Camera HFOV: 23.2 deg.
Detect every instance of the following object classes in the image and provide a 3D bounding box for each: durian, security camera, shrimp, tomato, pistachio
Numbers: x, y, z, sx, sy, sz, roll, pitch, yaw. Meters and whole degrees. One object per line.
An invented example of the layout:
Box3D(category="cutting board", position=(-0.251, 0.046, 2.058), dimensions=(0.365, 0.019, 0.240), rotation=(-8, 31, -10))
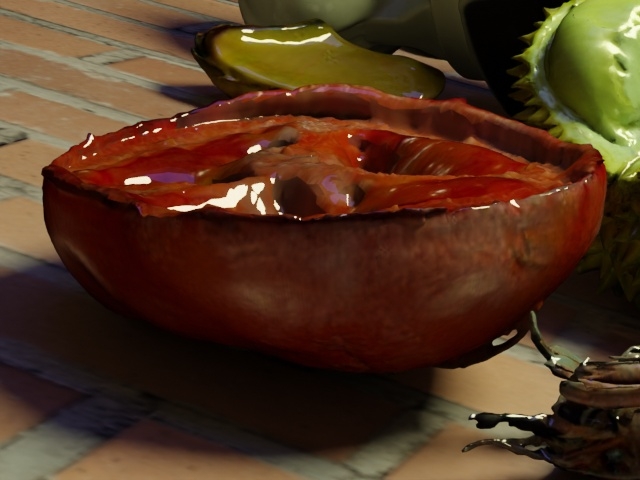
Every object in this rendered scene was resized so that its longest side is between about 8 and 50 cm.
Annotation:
Box3D(category="durian", position=(0.223, -0.053, 0.764), dimensions=(0.237, 0.176, 0.200), rotation=(-18, 51, 17))
Box3D(category="security camera", position=(0.070, -0.206, 1.147), dimensions=(0.277, 0.191, 0.197), rotation=(4, -26, 25))
Box3D(category="shrimp", position=(0.137, 0.060, 0.592), dimensions=(0.190, 0.074, 0.073), rotation=(-8, 56, -20))
Box3D(category="tomato", position=(0.000, 0.003, 0.646), dimensions=(0.228, 0.101, 0.228), rotation=(2, 16, -1))
Box3D(category="pistachio", position=(-0.004, -0.110, 1.054), dimensions=(0.173, 0.049, 0.089), rotation=(10, 43, -7))
